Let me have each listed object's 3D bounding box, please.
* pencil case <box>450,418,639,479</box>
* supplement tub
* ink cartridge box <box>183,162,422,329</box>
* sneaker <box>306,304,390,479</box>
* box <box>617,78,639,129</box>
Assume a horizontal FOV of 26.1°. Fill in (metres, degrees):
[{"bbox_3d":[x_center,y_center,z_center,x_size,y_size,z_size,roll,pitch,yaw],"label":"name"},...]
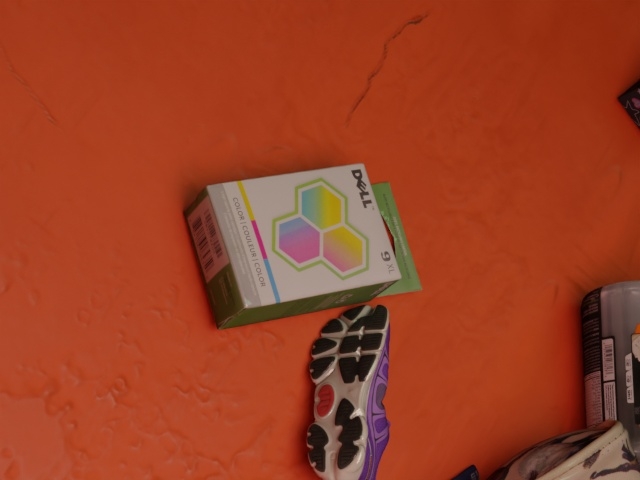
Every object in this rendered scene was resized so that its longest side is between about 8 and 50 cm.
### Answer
[{"bbox_3d":[0.243,0.366,1.144,0.183,0.160,0.410,-21,86,-14],"label":"pencil case"},{"bbox_3d":[0.300,0.139,1.263,0.117,0.117,0.190,8,72,-26],"label":"supplement tub"},{"bbox_3d":[0.000,0.000,1.168,0.209,0.062,0.109,-9,73,-30],"label":"ink cartridge box"},{"bbox_3d":[0.029,0.134,1.163,0.071,0.068,0.170,47,45,-48],"label":"sneaker"},{"bbox_3d":[0.455,-0.166,1.419,0.247,0.142,0.163,-39,95,-32],"label":"box"}]
